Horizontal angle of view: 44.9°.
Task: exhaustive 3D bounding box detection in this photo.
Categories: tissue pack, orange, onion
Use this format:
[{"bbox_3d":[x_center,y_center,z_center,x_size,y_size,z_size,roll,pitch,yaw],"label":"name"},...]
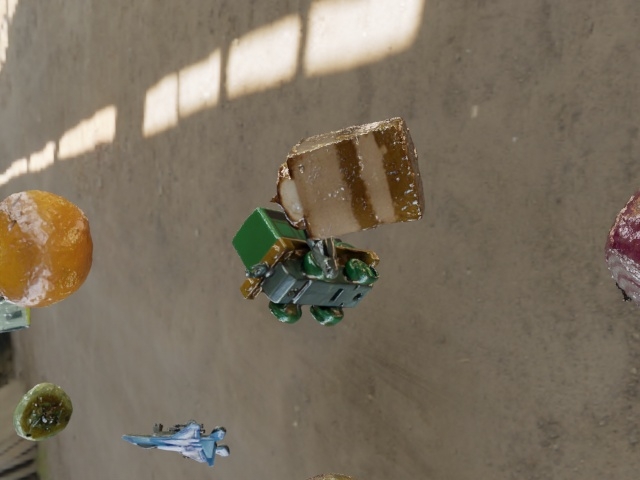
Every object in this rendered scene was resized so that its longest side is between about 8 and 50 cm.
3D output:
[{"bbox_3d":[-0.682,0.127,1.527,0.257,0.185,0.081,11,104,63],"label":"tissue pack"},{"bbox_3d":[-0.319,0.009,0.886,0.135,0.117,0.136,31,129,49],"label":"orange"},{"bbox_3d":[0.460,-0.021,0.985,0.248,0.111,0.250,-59,19,10],"label":"onion"}]

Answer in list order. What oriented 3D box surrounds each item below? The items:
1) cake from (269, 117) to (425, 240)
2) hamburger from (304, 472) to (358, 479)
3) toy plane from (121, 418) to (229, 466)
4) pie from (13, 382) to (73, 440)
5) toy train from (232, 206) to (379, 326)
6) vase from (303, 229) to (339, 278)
[{"bbox_3d":[0.048,-0.112,1.499,0.199,0.292,0.196,-70,-36,-73],"label":"cake"},{"bbox_3d":[0.021,0.564,1.314,0.276,0.195,0.318,-16,81,44],"label":"hamburger"},{"bbox_3d":[-0.336,0.459,1.790,0.169,0.246,0.078,88,-165,-46],"label":"toy plane"},{"bbox_3d":[-0.375,0.235,1.050,0.021,0.084,0.084,14,107,44],"label":"pie"},{"bbox_3d":[-0.036,0.056,1.825,0.178,0.429,0.249,-51,56,23],"label":"toy train"},{"bbox_3d":[0.000,0.000,1.661,0.211,0.059,0.060,-109,29,-44],"label":"vase"}]
